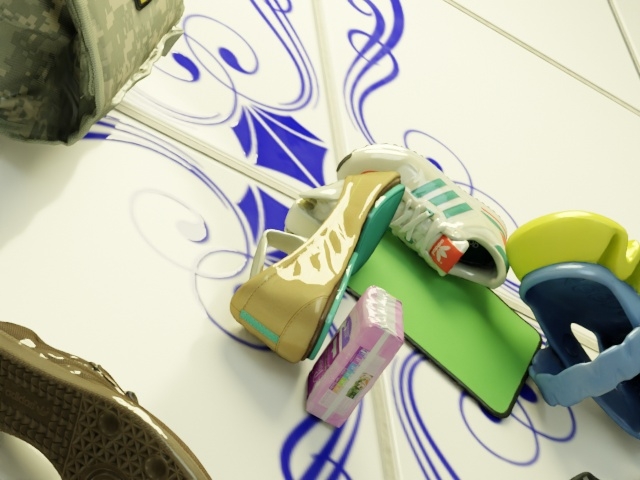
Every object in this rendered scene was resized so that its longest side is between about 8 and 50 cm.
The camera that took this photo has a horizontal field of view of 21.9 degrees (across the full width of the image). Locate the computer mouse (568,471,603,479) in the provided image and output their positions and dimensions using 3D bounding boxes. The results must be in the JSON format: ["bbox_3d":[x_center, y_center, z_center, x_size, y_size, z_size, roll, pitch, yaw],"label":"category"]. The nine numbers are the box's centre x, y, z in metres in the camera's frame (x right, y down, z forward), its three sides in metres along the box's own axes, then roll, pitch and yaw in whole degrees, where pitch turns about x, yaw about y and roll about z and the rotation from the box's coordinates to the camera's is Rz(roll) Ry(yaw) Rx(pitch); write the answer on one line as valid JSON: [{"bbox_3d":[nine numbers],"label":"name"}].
[{"bbox_3d":[0.211,0.199,1.182,0.242,0.041,0.071,0,57,-59],"label":"computer mouse"}]

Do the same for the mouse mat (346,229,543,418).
[{"bbox_3d":[0.086,0.045,1.270,0.189,0.007,0.152,40,29,1],"label":"mouse mat"}]

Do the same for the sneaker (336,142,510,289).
[{"bbox_3d":[0.085,-0.016,1.285,0.161,0.057,0.075,31,24,-22],"label":"sneaker"}]

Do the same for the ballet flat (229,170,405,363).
[{"bbox_3d":[0.000,0.000,1.154,0.073,0.080,0.232,26,30,4],"label":"ballet flat"}]

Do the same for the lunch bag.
[{"bbox_3d":[-0.213,-0.212,1.110,0.287,0.169,0.235,43,24,-11],"label":"lunch bag"}]

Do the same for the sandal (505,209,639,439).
[{"bbox_3d":[0.263,0.100,1.312,0.317,0.126,0.138,25,58,-30],"label":"sandal"}]

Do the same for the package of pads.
[{"bbox_3d":[0.023,0.075,1.072,0.032,0.083,0.050,28,27,-12],"label":"package of pads"}]

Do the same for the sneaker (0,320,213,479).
[{"bbox_3d":[-0.115,0.093,0.865,0.188,0.066,0.071,33,20,21],"label":"sneaker"}]
